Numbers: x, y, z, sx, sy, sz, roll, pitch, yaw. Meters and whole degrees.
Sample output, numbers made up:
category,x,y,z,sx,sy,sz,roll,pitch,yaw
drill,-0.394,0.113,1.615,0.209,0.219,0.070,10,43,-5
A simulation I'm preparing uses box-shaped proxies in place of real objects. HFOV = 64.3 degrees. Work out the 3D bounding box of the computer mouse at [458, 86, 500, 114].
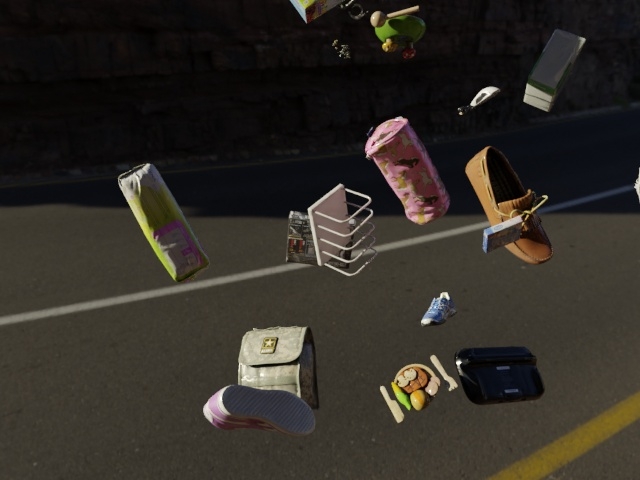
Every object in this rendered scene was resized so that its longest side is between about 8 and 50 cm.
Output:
category,x,y,z,sx,sy,sz,roll,pitch,yaw
computer mouse,0.642,-0.573,2.054,0.106,0.042,0.193,-23,-3,-30

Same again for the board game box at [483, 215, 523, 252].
category,x,y,z,sx,sy,sz,roll,pitch,yaw
board game box,0.440,-0.013,1.232,0.090,0.090,0.020,-23,57,1

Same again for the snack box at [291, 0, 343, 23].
category,x,y,z,sx,sy,sz,roll,pitch,yaw
snack box,0.003,-0.693,1.315,0.207,0.174,0.070,-33,-11,-4

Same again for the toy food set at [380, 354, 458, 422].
category,x,y,z,sx,sy,sz,roll,pitch,yaw
toy food set,0.264,0.402,1.409,0.192,0.038,0.132,-33,50,0

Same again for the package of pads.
category,x,y,z,sx,sy,sz,roll,pitch,yaw
package of pads,-0.392,-0.033,1.287,0.101,0.296,0.229,-31,3,-15

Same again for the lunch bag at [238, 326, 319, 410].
category,x,y,z,sx,sy,sz,roll,pitch,yaw
lunch bag,-0.140,0.426,1.683,0.236,0.286,0.169,-9,-13,21

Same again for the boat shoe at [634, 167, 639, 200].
category,x,y,z,sx,sy,sz,roll,pitch,yaw
boat shoe,0.781,-0.131,1.208,0.066,0.184,0.063,-36,43,-4

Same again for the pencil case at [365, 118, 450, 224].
category,x,y,z,sx,sy,sz,roll,pitch,yaw
pencil case,0.304,-0.228,1.743,0.167,0.386,0.160,-11,40,40

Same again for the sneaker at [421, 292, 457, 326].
category,x,y,z,sx,sy,sz,roll,pitch,yaw
sneaker,0.405,0.245,1.781,0.080,0.081,0.211,-12,5,35

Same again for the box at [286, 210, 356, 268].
category,x,y,z,sx,sy,sz,roll,pitch,yaw
box,0.000,0.000,2.377,0.308,0.242,0.076,6,30,1

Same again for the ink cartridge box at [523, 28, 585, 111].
category,x,y,z,sx,sy,sz,roll,pitch,yaw
ink cartridge box,0.659,-0.476,1.449,0.087,0.153,0.208,30,5,18

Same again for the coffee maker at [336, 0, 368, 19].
category,x,y,z,sx,sy,sz,roll,pitch,yaw
coffee maker,0.089,-0.754,1.511,0.120,0.171,0.178,-7,31,28

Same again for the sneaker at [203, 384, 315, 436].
category,x,y,z,sx,sy,sz,roll,pitch,yaw
sneaker,-0.161,0.447,1.312,0.282,0.161,0.102,26,46,-23

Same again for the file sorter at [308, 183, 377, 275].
category,x,y,z,sx,sy,sz,roll,pitch,yaw
file sorter,0.097,-0.035,1.951,0.173,0.277,0.193,22,48,35

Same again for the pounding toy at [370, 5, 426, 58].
category,x,y,z,sx,sy,sz,roll,pitch,yaw
pounding toy,0.279,-0.723,1.817,0.183,0.110,0.237,2,-2,18

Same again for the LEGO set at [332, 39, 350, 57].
category,x,y,z,sx,sy,sz,roll,pitch,yaw
LEGO set,0.083,-0.701,1.865,0.083,0.054,0.023,22,-11,-23

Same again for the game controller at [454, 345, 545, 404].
category,x,y,z,sx,sy,sz,roll,pitch,yaw
game controller,0.542,0.401,1.526,0.319,0.166,0.067,5,-25,-27

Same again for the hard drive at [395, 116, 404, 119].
category,x,y,z,sx,sy,sz,roll,pitch,yaw
hard drive,0.376,-0.374,2.338,0.040,0.318,0.210,-12,53,-8

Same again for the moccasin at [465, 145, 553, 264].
category,x,y,z,sx,sy,sz,roll,pitch,yaw
moccasin,0.576,-0.106,1.512,0.139,0.379,0.147,-18,-13,-12
